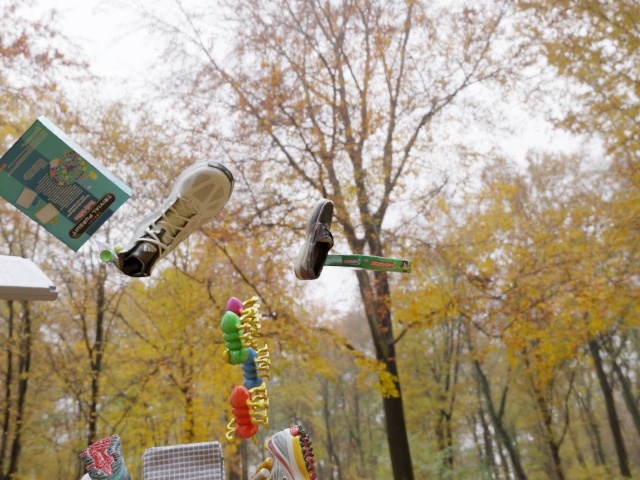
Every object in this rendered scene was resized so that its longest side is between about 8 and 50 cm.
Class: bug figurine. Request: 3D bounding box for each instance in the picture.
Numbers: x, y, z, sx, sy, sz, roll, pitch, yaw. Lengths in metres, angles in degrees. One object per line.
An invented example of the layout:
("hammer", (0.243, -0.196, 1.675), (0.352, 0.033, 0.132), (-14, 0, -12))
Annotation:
("bug figurine", (-0.131, 0.210, 0.985), (0.072, 0.216, 0.279), (-8, 8, -3))

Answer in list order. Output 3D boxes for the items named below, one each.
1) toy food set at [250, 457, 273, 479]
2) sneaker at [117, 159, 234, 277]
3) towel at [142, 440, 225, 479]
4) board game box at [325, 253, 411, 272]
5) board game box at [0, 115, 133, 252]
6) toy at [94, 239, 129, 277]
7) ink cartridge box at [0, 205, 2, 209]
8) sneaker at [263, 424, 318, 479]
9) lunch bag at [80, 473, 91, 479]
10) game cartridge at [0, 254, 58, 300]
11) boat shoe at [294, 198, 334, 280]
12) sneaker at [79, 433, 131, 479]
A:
("toy food set", (-0.174, 0.854, 1.892), (0.111, 0.232, 0.104), (16, -58, -49))
("sneaker", (-0.427, -0.031, 1.665), (0.169, 0.257, 0.448), (40, -61, -20))
("towel", (-0.472, 0.831, 1.988), (0.284, 0.234, 0.121), (-4, -33, -11))
("board game box", (0.129, 0.078, 1.983), (0.214, 0.046, 0.317), (8, -5, -34))
("board game box", (-0.788, -0.165, 1.725), (0.254, 0.079, 0.336), (-44, -67, 6))
("toy", (-0.701, 0.060, 2.013), (0.056, 0.136, 0.237), (-29, -7, 2))
("ink cartridge box", (-1.165, -0.153, 1.653), (0.324, 0.071, 0.329), (-34, -46, -27))
("sneaker", (-0.050, 0.474, 1.080), (0.093, 0.225, 0.088), (-19, -27, 10))
("lunch bag", (-0.743, 0.797, 1.894), (0.071, 0.053, 0.083), (-6, -2, 38))
("game cartridge", (-0.933, 0.109, 1.702), (0.198, 0.062, 0.297), (4, 14, -44))
("boat shoe", (0.000, 0.000, 1.871), (0.093, 0.285, 0.103), (8, -18, 39))
("sneaker", (-0.547, 0.596, 1.464), (0.104, 0.125, 0.262), (-20, 11, -20))
